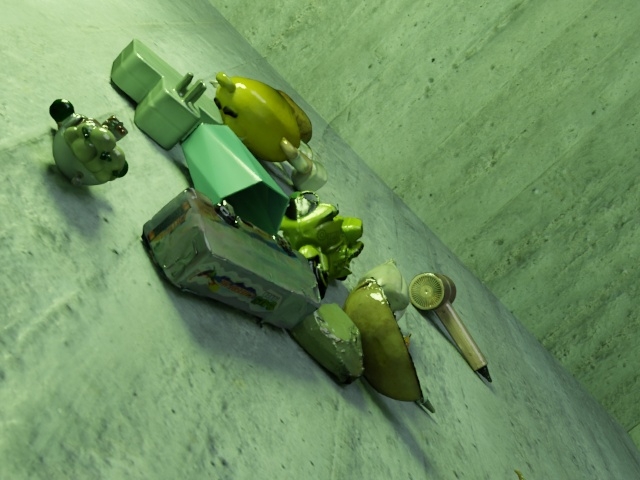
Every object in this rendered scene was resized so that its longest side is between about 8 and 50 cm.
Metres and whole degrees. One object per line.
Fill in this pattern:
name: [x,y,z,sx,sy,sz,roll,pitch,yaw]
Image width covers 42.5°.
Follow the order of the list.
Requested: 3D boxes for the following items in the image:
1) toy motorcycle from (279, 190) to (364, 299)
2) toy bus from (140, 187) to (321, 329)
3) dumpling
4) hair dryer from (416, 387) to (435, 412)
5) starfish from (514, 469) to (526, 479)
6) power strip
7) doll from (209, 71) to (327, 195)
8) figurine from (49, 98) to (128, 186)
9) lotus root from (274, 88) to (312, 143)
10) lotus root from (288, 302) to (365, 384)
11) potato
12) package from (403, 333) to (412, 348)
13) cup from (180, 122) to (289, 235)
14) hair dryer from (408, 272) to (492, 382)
toy motorcycle: [-0.002,0.000,1.660,0.342,0.142,0.206,-22,108,-76]
toy bus: [-0.118,0.040,1.248,0.317,0.112,0.138,29,26,-50]
dumpling: [0.150,0.121,1.852,0.136,0.118,0.199,58,37,-18]
hair dryer: [0.166,0.276,1.592,0.183,0.044,0.155,51,15,4]
starfish: [0.391,0.530,1.518,0.213,0.057,0.238,50,15,-24]
power strip: [-0.289,-0.292,1.628,0.229,0.141,0.261,40,12,-25]
doll: [-0.134,-0.280,2.058,0.423,0.161,0.348,42,1,-25]
figurine: [-0.326,-0.142,1.151,0.147,0.093,0.197,50,8,-38]
lotus root: [-0.122,-0.354,2.347,0.145,0.128,0.260,40,-1,45]
lotus root: [0.028,0.170,1.393,0.144,0.070,0.143,50,14,11]
potato: [0.087,0.171,1.460,0.120,0.100,0.261,77,-7,-56]
package: [0.112,0.187,1.568,0.121,0.031,0.108,8,11,7]
cup: [-0.171,-0.110,1.487,0.148,0.134,0.235,37,12,-47]
hair dryer: [0.374,0.244,2.274,0.344,0.107,0.189,60,14,14]
